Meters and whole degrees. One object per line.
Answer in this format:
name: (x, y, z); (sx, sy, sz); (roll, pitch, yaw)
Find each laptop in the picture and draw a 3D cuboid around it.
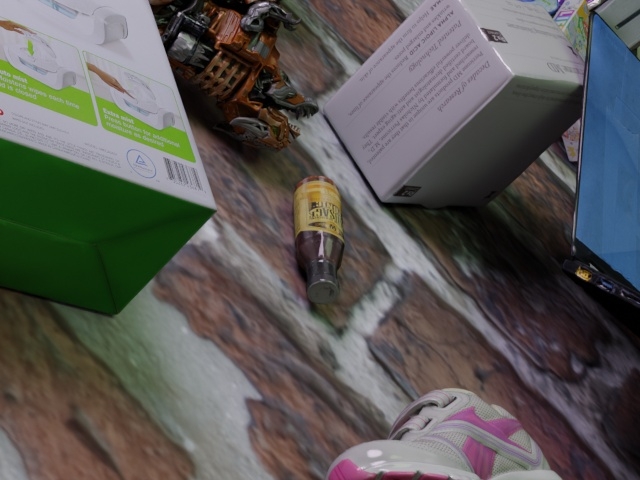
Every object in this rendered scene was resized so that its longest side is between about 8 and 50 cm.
laptop: (0.414, 0.034, 1.475); (0.382, 0.236, 0.408); (35, -2, -42)

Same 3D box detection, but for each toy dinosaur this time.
toy dinosaur: (-0.099, -0.230, 1.318); (0.164, 0.218, 0.322); (21, -31, 49)

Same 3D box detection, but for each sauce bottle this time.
sauce bottle: (0.000, 0.000, 1.311); (0.042, 0.042, 0.128); (30, 32, -28)

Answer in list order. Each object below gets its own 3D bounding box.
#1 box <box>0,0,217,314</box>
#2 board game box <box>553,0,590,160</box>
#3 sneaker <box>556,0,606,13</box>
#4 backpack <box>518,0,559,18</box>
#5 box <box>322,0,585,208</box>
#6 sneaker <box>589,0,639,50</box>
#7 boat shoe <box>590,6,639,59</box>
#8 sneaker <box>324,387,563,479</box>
box: (-0.224, -0.102, 1.053); (0.262, 0.127, 0.231); (17, 39, -41)
board game box: (0.292, -0.182, 1.840); (0.103, 0.026, 0.154); (-54, 132, -43)
sneaker: (0.266, -0.296, 1.915); (0.068, 0.169, 0.071); (-44, 126, -60)
backpack: (0.215, -0.269, 1.854); (0.114, 0.084, 0.105); (18, 27, 10)
box: (0.135, -0.130, 1.509); (0.181, 0.182, 0.119); (1, 51, -53)
sneaker: (0.315, -0.224, 1.977); (0.258, 0.091, 0.094); (-27, 79, -39)
boat shoe: (0.383, -0.243, 2.121); (0.079, 0.084, 0.233); (7, 42, 3)
sneaker: (0.079, 0.165, 1.160); (0.252, 0.103, 0.111); (16, 36, -53)
